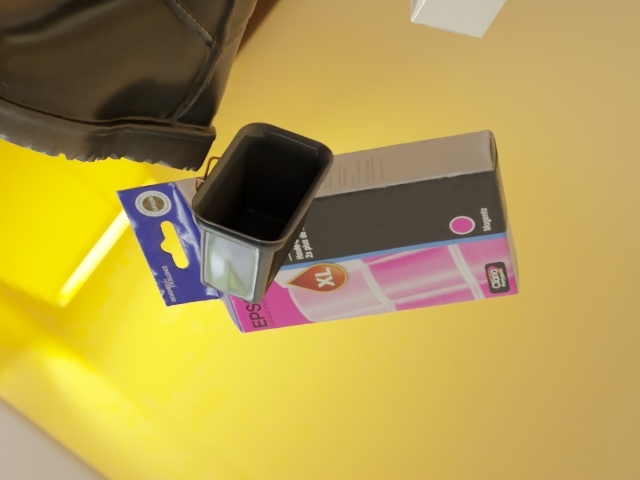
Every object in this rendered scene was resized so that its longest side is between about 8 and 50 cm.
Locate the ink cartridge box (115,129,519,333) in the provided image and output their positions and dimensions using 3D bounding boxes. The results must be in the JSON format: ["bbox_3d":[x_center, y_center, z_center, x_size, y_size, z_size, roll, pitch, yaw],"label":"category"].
[{"bbox_3d":[0.000,0.000,1.608,0.176,0.370,0.069,72,15,-44],"label":"ink cartridge box"}]

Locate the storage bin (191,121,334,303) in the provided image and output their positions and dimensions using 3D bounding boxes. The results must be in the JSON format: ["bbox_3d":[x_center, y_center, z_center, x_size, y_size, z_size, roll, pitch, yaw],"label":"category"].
[{"bbox_3d":[-0.058,-0.019,1.365,0.135,0.098,0.091,-61,167,-46],"label":"storage bin"}]

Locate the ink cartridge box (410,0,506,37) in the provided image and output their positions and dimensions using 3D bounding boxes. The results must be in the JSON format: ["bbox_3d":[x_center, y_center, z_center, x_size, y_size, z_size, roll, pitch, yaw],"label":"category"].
[{"bbox_3d":[0.164,-0.356,1.799,0.158,0.092,0.218,123,-27,-52],"label":"ink cartridge box"}]

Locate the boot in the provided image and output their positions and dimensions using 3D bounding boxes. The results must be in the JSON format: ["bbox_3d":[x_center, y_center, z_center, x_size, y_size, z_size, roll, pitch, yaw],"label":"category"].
[{"bbox_3d":[-0.114,-0.284,1.189,0.445,0.146,0.367,-65,161,10],"label":"boot"}]
